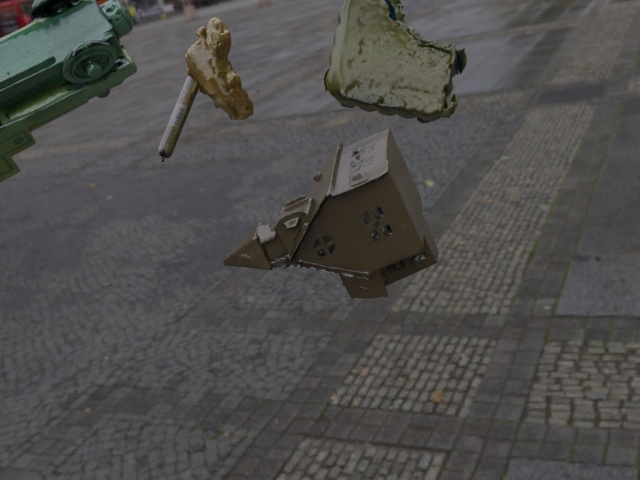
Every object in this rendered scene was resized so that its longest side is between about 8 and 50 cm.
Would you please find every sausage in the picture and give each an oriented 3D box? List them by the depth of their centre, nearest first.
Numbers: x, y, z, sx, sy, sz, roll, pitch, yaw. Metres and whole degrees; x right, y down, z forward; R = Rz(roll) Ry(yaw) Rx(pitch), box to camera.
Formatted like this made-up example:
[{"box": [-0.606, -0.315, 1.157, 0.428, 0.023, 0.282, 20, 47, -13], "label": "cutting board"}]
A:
[{"box": [-0.280, -0.288, 1.556, 0.033, 0.269, 0.033, 22, 0, 0], "label": "sausage"}]

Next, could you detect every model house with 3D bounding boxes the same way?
[{"box": [0.000, 0.000, 0.908, 0.248, 0.176, 0.181, -21, 22, 16], "label": "model house"}]

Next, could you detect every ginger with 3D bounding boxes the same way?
[{"box": [-0.212, -0.330, 1.497, 0.115, 0.205, 0.081, -16, 6, 4], "label": "ginger"}]

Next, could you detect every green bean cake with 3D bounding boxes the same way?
[{"box": [0.183, -0.421, 1.714, 0.310, 0.285, 0.202, 16, 2, 8], "label": "green bean cake"}]

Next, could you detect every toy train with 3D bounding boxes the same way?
[{"box": [-0.437, -0.225, 1.118, 0.369, 0.150, 0.237, -30, -16, -13], "label": "toy train"}]
